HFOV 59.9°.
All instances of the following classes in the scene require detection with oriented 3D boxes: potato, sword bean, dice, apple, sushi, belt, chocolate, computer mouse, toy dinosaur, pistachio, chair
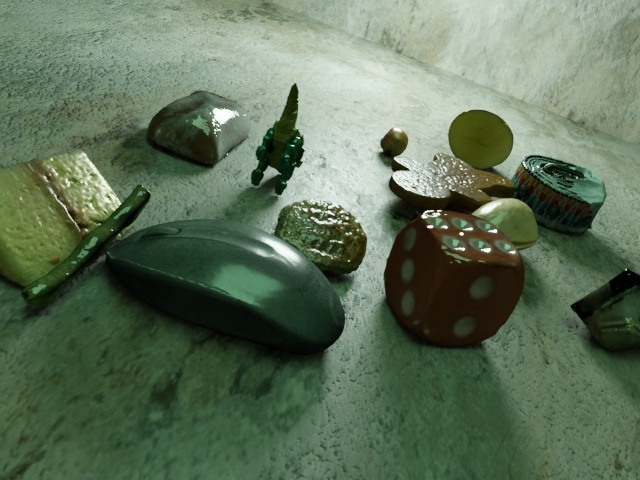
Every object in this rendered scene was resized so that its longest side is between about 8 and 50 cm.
[{"bbox_3d":[0.515,-0.310,1.745,0.203,0.178,0.158,15,10,27],"label":"potato"},{"bbox_3d":[-0.326,0.004,0.798,0.038,0.043,0.269,7,38,17],"label":"sword bean"},{"bbox_3d":[0.226,0.062,0.949,0.175,0.179,0.174,10,32,-22],"label":"dice"},{"bbox_3d":[0.212,-0.280,1.587,0.071,0.084,0.084,41,30,-7],"label":"apple"},{"bbox_3d":[0.648,0.167,1.112,0.273,0.134,0.109,20,41,-31],"label":"sushi"},{"bbox_3d":[0.656,-0.130,1.541,0.257,0.150,0.207,18,39,-2],"label":"belt"},{"bbox_3d":[-0.270,-0.283,1.292,0.185,0.100,0.303,18,27,2],"label":"chocolate"},{"bbox_3d":[-0.132,0.043,0.825,0.374,0.114,0.203,20,31,1],"label":"computer mouse"},{"bbox_3d":[-0.078,-0.207,1.158,0.094,0.259,0.153,20,57,4],"label":"toy dinosaur"},{"bbox_3d":[0.418,-0.031,1.265,0.145,0.117,0.200,26,27,38],"label":"pistachio"},{"bbox_3d":[0.210,-0.056,1.260,0.086,0.042,0.037,28,27,12],"label":"chair"}]

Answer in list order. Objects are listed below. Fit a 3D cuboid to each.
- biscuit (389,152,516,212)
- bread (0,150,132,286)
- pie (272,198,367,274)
[{"bbox_3d":[0.312,-0.138,1.428,0.283,0.064,0.432,30,30,26],"label":"biscuit"},{"bbox_3d":[-0.423,-0.016,0.833,0.178,0.135,0.240,56,32,-6],"label":"bread"},{"bbox_3d":[0.000,0.000,1.012,0.193,0.079,0.163,-3,45,-34],"label":"pie"}]
